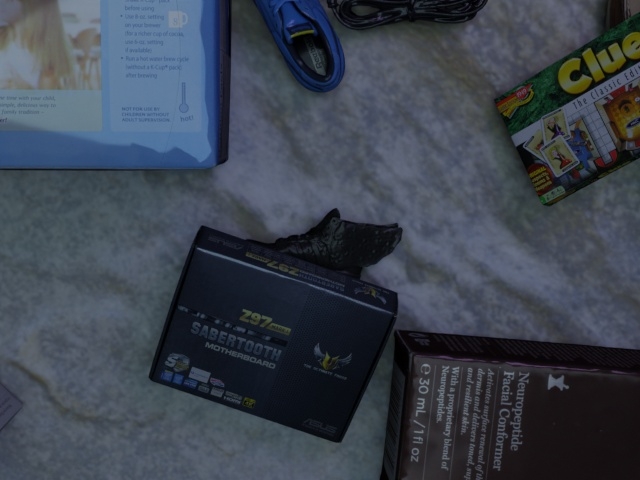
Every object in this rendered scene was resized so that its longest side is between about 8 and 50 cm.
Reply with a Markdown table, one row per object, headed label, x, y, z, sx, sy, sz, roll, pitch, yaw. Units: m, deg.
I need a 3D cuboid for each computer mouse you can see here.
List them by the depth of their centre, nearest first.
| label | x | y | z | sx | sy | sz | roll | pitch | yaw |
| --- | --- | --- | --- | --- | --- | --- | --- | --- | --- |
| computer mouse | 0.073 | -0.357 | 1.147 | 0.184 | 0.060 | 0.262 | -10 | 103 | 2 |

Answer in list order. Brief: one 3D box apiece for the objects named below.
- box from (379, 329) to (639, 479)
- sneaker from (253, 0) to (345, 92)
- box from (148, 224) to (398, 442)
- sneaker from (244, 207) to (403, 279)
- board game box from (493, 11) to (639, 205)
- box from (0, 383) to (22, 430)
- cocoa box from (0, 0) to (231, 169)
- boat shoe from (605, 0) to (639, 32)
| label | x | y | z | sx | sy | sz | roll | pitch | yaw |
| --- | --- | --- | --- | --- | --- | --- | --- | --- | --- |
| box | 0.267 | 0.217 | 1.177 | 0.381 | 0.143 | 0.191 | 4 | 96 | -4 |
| sneaker | -0.035 | -0.257 | 1.140 | 0.069 | 0.082 | 0.209 | -29 | 95 | 3 |
| box | -0.053 | 0.105 | 1.163 | 0.232 | 0.059 | 0.183 | 20 | 115 | -5 |
| sneaker | 0.000 | 0.000 | 1.187 | 0.170 | 0.051 | 0.089 | 17 | 95 | -8 |
| board game box | 0.321 | -0.154 | 1.112 | 0.259 | 0.030 | 0.136 | -31 | 70 | 28 |
| box | -0.440 | 0.221 | 1.128 | 0.119 | 0.181 | 0.182 | 45 | 94 | -5 |
| cocoa box | -0.267 | -0.187 | 1.064 | 0.347 | 0.228 | 0.231 | 0 | 96 | -2 |
| boat shoe | 0.408 | -0.147 | 1.149 | 0.123 | 0.116 | 0.324 | -24 | 97 | 1 |
